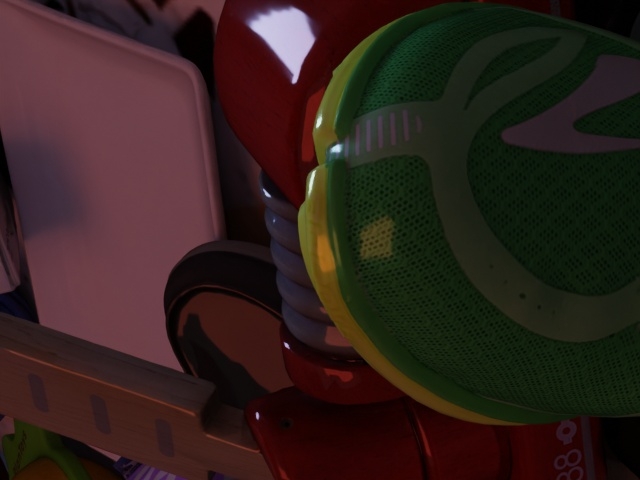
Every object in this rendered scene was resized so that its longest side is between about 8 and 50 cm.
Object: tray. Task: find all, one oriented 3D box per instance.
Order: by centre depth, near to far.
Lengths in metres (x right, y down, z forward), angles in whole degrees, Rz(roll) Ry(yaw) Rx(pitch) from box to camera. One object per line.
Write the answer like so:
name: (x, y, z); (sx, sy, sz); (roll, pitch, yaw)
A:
tray: (-0.086, 0.010, 0.877); (0.145, 0.030, 0.270); (23, 134, 34)

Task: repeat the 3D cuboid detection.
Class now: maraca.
maraca: (-0.140, 0.166, 1.012); (0.185, 0.099, 0.127); (61, 143, 35)

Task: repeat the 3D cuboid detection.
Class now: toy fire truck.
toy fire truck: (0.000, 0.000, 0.587); (0.158, 0.246, 0.217); (-129, 24, -56)

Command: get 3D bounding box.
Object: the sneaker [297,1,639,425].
sneaker: (0.130, -0.001, 0.458); (0.123, 0.296, 0.109); (-22, 61, 56)

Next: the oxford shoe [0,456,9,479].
oxford shoe: (-0.227, 0.256, 1.140); (0.130, 0.123, 0.348); (-11, 100, 35)

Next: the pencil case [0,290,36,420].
pencil case: (-0.298, 0.015, 1.029); (0.306, 0.133, 0.119); (31, 141, 29)

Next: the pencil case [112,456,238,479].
pencil case: (-0.014, 0.175, 0.854); (0.206, 0.088, 0.086); (48, 158, -13)

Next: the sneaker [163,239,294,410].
sneaker: (0.000, 0.104, 0.769); (0.222, 0.118, 0.083); (48, 127, -1)

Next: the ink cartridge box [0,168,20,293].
ink cartridge box: (-0.227, -0.006, 0.894); (0.109, 0.150, 0.063); (-114, 10, -62)
